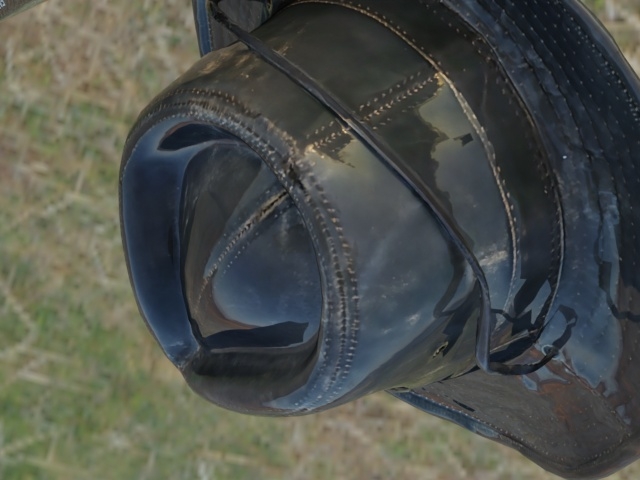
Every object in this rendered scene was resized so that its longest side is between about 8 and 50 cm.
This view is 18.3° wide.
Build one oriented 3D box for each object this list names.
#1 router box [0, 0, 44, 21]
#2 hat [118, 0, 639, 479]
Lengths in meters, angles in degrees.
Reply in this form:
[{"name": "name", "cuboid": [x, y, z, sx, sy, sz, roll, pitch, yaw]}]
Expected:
[{"name": "router box", "cuboid": [-0.088, -0.123, 0.769, 0.092, 0.122, 0.038, -30, 99, -19]}, {"name": "hat", "cuboid": [0.000, 0.000, 0.805, 0.331, 0.134, 0.331, 40, 152, 27]}]
